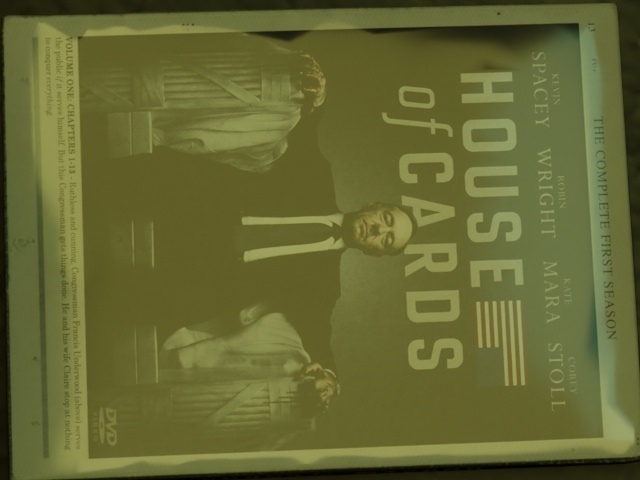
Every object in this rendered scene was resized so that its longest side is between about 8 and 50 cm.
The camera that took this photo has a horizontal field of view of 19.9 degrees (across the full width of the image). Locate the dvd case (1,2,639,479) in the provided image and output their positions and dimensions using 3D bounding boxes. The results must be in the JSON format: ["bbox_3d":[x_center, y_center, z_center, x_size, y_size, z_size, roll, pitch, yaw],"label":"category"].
[{"bbox_3d":[0.000,0.000,0.697,0.238,0.029,0.179,-2,83,-3],"label":"dvd case"}]
